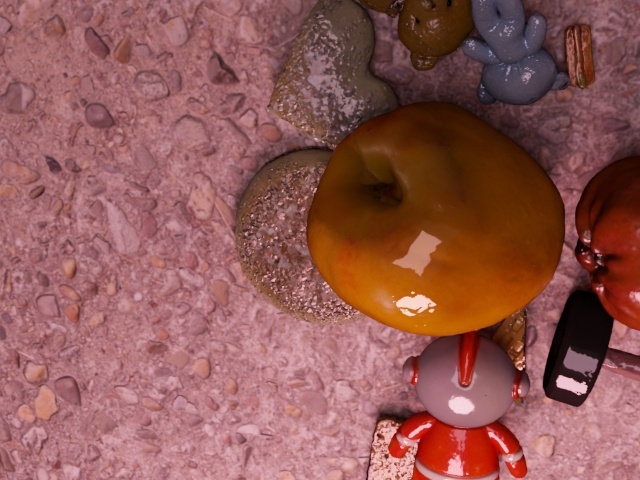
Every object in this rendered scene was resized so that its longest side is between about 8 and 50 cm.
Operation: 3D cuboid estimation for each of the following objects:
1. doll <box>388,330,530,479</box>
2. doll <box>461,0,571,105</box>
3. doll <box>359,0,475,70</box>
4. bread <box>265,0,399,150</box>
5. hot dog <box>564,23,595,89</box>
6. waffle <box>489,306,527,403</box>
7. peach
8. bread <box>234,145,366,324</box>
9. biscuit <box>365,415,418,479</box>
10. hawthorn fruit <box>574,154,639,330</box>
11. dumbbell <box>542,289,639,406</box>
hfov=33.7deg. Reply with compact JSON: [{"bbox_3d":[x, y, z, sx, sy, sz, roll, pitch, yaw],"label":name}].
[{"bbox_3d":[0.196,0.241,1.474,0.200,0.105,0.336,6,120,12],"label":"doll"},{"bbox_3d":[0.233,-0.245,1.294,0.120,0.075,0.179,-6,128,26],"label":"doll"},{"bbox_3d":[0.110,-0.320,1.293,0.137,0.097,0.209,-37,94,18],"label":"doll"},{"bbox_3d":[0.006,-0.204,1.382,0.172,0.064,0.232,-12,107,16],"label":"bread"},{"bbox_3d":[0.323,-0.230,1.317,0.037,0.021,0.083,-5,110,5],"label":"hot dog"},{"bbox_3d":[0.282,0.151,1.479,0.097,0.023,0.152,31,115,-1],"label":"waffle"},{"bbox_3d":[0.151,-0.014,1.301,0.289,0.289,0.308,-37,139,24],"label":"peach"},{"bbox_3d":[0.000,0.000,1.478,0.267,0.040,0.267,5,112,12],"label":"bread"},{"bbox_3d":[0.131,0.372,1.604,0.131,0.025,0.231,12,113,8],"label":"biscuit"},{"bbox_3d":[0.444,-0.003,1.288,0.261,0.224,0.224,-9,111,-7],"label":"hawthorn fruit"},{"bbox_3d":[0.414,0.164,1.383,0.218,0.152,0.152,18,115,7],"label":"dumbbell"}]
